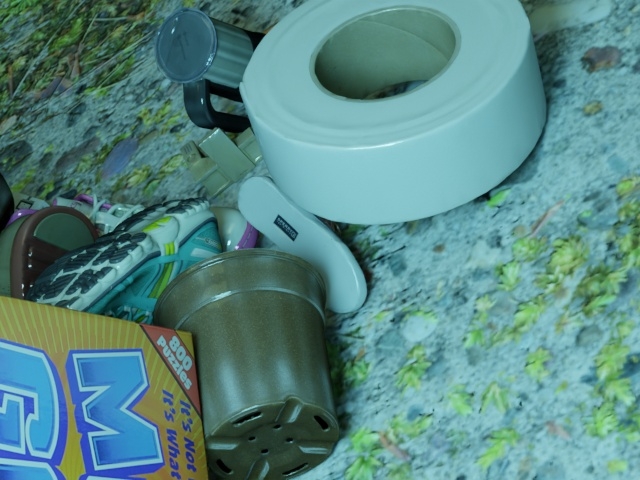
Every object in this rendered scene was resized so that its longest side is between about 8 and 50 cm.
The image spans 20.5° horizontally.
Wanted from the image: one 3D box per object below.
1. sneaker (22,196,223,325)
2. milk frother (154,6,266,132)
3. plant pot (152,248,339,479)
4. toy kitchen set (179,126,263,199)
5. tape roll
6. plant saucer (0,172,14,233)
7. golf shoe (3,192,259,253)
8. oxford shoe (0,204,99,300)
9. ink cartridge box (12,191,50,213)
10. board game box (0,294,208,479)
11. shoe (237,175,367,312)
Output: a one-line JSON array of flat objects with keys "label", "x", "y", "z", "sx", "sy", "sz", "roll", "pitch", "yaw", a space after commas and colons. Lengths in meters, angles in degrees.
[{"label": "sneaker", "x": -0.175, "y": 0.045, "z": 1.683, "sx": 0.107, "sy": 0.110, "sz": 0.275, "roll": -10, "pitch": 15, "yaw": 38}, {"label": "milk frother", "x": -0.081, "y": -0.195, "z": 1.944, "sx": 0.143, "sy": 0.135, "sz": 0.129, "roll": -26, "pitch": 72, "yaw": 27}, {"label": "plant pot", "x": -0.061, "y": 0.123, "z": 1.621, "sx": 0.167, "sy": 0.167, "sz": 0.165, "roll": -30, "pitch": 47, "yaw": 17}, {"label": "toy kitchen set", "x": -0.116, "y": -0.108, "z": 1.950, "sx": 0.083, "sy": 0.068, "sz": 0.075, "roll": -39, "pitch": 38, "yaw": 7}, {"label": "tape roll", "x": 0.071, "y": -0.145, "z": 1.717, "sx": 0.286, "sy": 0.100, "sz": 0.286, "roll": -11, "pitch": 42, "yaw": 10}, {"label": "plant saucer", "x": -0.394, "y": 0.062, "z": 1.941, "sx": 0.310, "sy": 0.050, "sz": 0.310, "roll": -163, "pitch": 90, "yaw": -86}, {"label": "golf shoe", "x": -0.209, "y": 0.007, "z": 1.873, "sx": 0.306, "sy": 0.140, "sz": 0.115, "roll": -12, "pitch": 46, "yaw": 33}, {"label": "oxford shoe", "x": -0.298, "y": 0.143, "z": 1.807, "sx": 0.130, "sy": 0.123, "sz": 0.348, "roll": -8, "pitch": 71, "yaw": 53}, {"label": "ink cartridge box", "x": -0.332, "y": -0.027, "z": 2.088, "sx": 0.083, "sy": 0.048, "sz": 0.028, "roll": 16, "pitch": 67, "yaw": 47}, {"label": "board game box", "x": -0.332, "y": 0.264, "z": 1.470, "sx": 0.356, "sy": 0.356, "sz": 0.356, "roll": -18, "pitch": 70, "yaw": 31}, {"label": "shoe", "x": 0.000, "y": 0.000, "z": 1.749, "sx": 0.178, "sy": 0.081, "sz": 0.063, "roll": 46, "pitch": 116, "yaw": 25}]
